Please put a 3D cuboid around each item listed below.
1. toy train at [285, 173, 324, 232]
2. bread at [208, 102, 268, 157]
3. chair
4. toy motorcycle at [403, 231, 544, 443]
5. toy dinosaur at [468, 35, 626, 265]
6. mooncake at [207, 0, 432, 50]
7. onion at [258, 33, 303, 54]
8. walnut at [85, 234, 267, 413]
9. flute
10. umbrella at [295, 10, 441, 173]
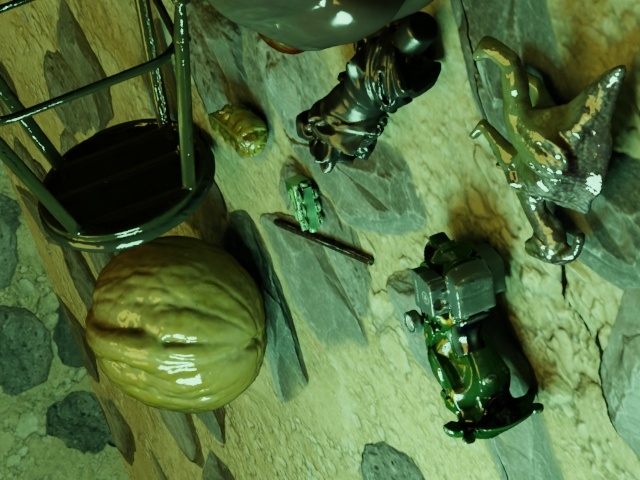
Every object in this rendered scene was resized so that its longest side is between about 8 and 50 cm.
[{"bbox_3d":[-0.022,-0.053,1.692,0.053,0.033,0.083,35,143,54],"label":"toy train"},{"bbox_3d":[-0.120,-0.169,1.742,0.110,0.060,0.066,42,119,40],"label":"bread"},{"bbox_3d":[-0.357,-0.225,1.790,0.362,0.365,0.410,-120,10,-46],"label":"chair"},{"bbox_3d":[0.177,0.129,1.377,0.187,0.125,0.274,42,148,57],"label":"toy motorcycle"},{"bbox_3d":[0.221,-0.091,1.142,0.162,0.077,0.294,46,164,26],"label":"toy dinosaur"},{"bbox_3d":[0.003,-0.338,1.090,0.154,0.306,0.306,-1,113,57],"label":"mooncake"},{"bbox_3d":[-0.035,-0.281,1.407,0.117,0.119,0.118,-112,12,-56],"label":"onion"},{"bbox_3d":[-0.251,0.144,1.996,0.333,0.333,0.333,44,148,36],"label":"walnut"},{"bbox_3d":[0.000,0.000,1.721,0.269,0.014,0.014,22,133,55],"label":"flute"},{"bbox_3d":[0.058,-0.180,1.338,0.110,0.122,0.272,21,151,-11],"label":"umbrella"}]
